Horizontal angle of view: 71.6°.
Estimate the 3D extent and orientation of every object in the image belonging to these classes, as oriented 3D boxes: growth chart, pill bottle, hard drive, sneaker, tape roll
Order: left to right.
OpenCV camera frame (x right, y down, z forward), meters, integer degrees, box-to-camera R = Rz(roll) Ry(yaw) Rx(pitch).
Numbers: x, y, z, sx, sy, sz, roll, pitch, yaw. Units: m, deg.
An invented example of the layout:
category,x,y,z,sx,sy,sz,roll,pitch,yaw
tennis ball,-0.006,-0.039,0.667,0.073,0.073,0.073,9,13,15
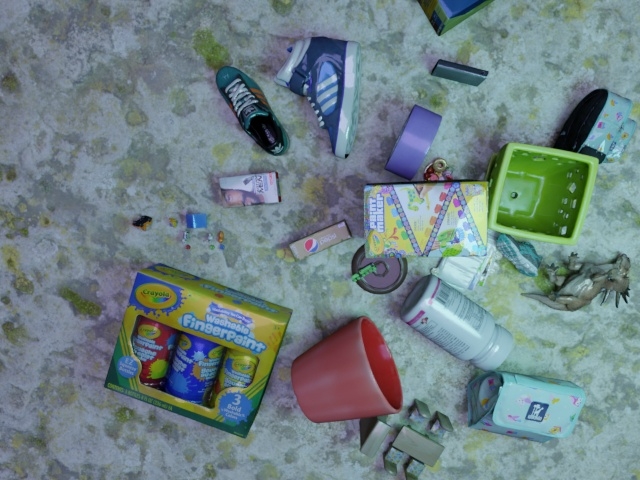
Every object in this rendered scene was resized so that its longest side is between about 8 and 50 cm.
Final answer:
category,x,y,z,sx,sy,sz,roll,pitch,yaw
sneaker,-0.194,-0.373,1.251,0.108,0.121,0.302,-38,92,7
sneaker,-0.016,-0.399,1.245,0.237,0.130,0.322,7,101,13
tape roll,0.248,-0.263,1.197,0.080,0.189,0.188,24,97,2
pill bottle,0.383,0.235,1.255,0.283,0.160,0.160,35,97,0
hard drive,0.378,-0.458,1.214,0.135,0.094,0.022,15,96,2
growth chart,0.436,0.060,1.303,0.172,0.021,0.237,31,97,0
sneaker,0.570,0.027,1.267,0.166,0.065,0.076,44,72,-16

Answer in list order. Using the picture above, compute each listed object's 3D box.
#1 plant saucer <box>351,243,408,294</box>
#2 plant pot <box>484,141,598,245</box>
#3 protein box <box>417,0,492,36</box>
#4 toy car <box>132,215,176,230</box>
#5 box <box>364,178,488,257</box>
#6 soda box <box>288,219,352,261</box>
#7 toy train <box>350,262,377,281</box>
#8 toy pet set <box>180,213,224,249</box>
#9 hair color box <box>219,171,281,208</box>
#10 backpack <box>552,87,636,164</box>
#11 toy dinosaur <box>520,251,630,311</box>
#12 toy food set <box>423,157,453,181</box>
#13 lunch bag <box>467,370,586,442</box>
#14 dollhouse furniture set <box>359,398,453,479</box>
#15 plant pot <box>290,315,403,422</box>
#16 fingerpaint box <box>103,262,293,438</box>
category,x,y,z,sx,sy,sz,roll,pitch,yaw
plant saucer,0.176,0.082,1.320,0.169,0.029,0.168,0,97,4
plant pot,0.550,-0.124,1.182,0.229,0.207,0.226,12,97,2
protein box,0.358,-0.701,1.169,0.200,0.136,0.201,-31,93,7
toy car,-0.502,-0.042,1.344,0.122,0.060,0.040,8,128,10
box,0.256,-0.066,1.152,0.280,0.290,0.176,-1,98,8
soda box,0.000,0.000,1.307,0.182,0.061,0.058,-23,94,6
toy train,0.126,0.094,1.302,0.083,0.017,0.023,-32,82,7
toy pet set,-0.359,-0.024,1.328,0.122,0.065,0.114,-2,96,4
hair color box,-0.206,-0.148,1.311,0.168,0.053,0.092,-6,96,6
backpack,0.729,-0.296,1.171,0.145,0.166,0.188,16,100,1
toy dinosaur,0.740,0.138,1.248,0.296,0.127,0.200,-34,129,23
toy food set,0.342,-0.190,1.283,0.083,0.020,0.082,-39,92,7
lunch bag,0.548,0.442,1.208,0.224,0.262,0.160,12,56,1
dollhouse furniture set,0.244,0.590,1.302,0.242,0.161,0.212,29,97,1
plant pot,0.067,0.383,1.255,0.243,0.275,0.274,-25,94,16
fingerpaint box,-0.354,0.317,1.314,0.446,0.163,0.370,20,97,2
